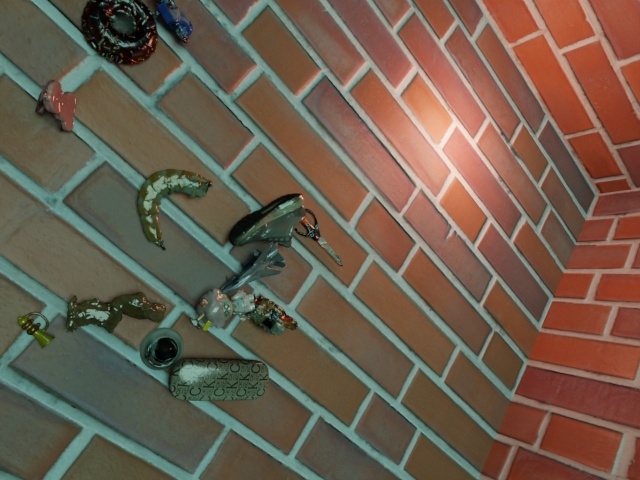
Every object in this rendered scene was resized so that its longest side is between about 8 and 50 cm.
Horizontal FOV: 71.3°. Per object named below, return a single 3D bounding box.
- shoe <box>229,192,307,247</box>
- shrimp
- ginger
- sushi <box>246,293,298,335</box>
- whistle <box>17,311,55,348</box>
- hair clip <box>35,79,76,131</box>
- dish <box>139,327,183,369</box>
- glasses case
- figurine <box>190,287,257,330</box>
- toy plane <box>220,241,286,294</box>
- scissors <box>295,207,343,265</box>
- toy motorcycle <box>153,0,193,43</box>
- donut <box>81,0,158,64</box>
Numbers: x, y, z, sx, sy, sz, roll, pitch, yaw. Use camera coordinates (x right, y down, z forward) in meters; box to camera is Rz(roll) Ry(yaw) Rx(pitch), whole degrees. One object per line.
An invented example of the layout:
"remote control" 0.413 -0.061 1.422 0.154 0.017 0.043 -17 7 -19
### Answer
"shoe" -0.178 -0.036 1.658 0.336 0.132 0.171 -35 116 -29
"shrimp" -0.507 -0.133 1.481 0.185 0.068 0.287 38 71 -23
"ginger" -0.621 0.223 1.378 0.290 0.084 0.122 0 81 -33
"sushi" -0.192 0.278 1.639 0.226 0.097 0.103 39 62 -9
"whistle" -0.813 0.252 1.283 0.057 0.046 0.109 -39 102 -12
"hair clip" -0.761 -0.398 1.298 0.102 0.138 0.123 10 74 -36
"dish" -0.506 0.357 1.447 0.141 0.078 0.141 2 87 -32
"glasses case" -0.341 0.477 1.538 0.354 0.085 0.137 12 85 -33
"figurine" -0.334 0.228 1.534 0.228 0.112 0.138 -9 103 -19
"toy plane" -0.257 0.110 1.614 0.267 0.212 0.088 -28 58 -13
"scissors" 0.000 0.000 1.816 0.109 0.022 0.300 -48 110 -22
"toy motorcycle" -0.497 -0.762 1.509 0.205 0.076 0.114 60 20 -12
"donut" -0.631 -0.683 1.423 0.235 0.089 0.235 2 86 -34
